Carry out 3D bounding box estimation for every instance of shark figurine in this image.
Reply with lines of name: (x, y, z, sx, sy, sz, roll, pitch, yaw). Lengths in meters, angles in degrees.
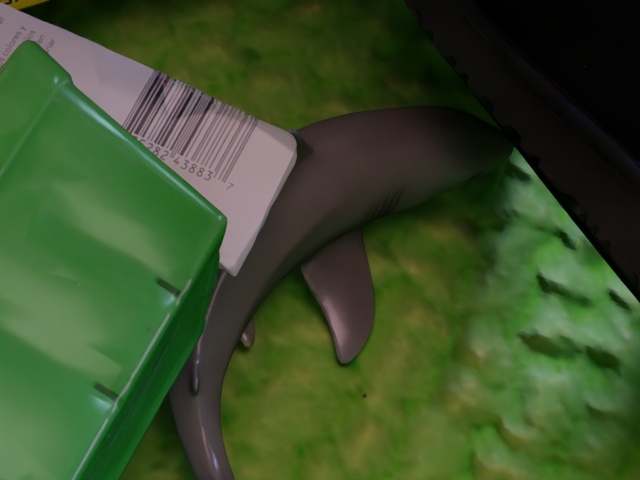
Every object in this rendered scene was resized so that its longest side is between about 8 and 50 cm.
shark figurine: (-0.024, 0.012, 0.912, 0.166, 0.116, 0.278, 22, 58, 5)

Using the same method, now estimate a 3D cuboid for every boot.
boot: (0.200, -0.113, 0.916, 0.260, 0.131, 0.348, -38, 48, 6)

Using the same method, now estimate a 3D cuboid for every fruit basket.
fruit basket: (-0.232, 0.016, 0.816, 0.353, 0.165, 0.327, 22, 60, 10)

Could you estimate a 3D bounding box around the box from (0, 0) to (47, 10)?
box: (-0.118, -0.257, 0.956, 0.214, 0.243, 0.117, -20, 39, -20)
